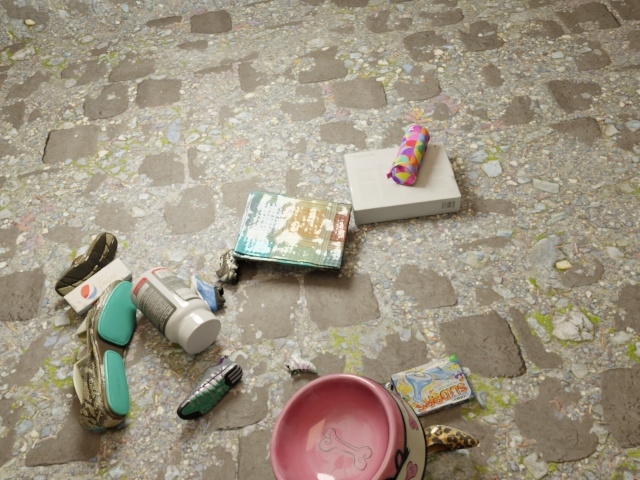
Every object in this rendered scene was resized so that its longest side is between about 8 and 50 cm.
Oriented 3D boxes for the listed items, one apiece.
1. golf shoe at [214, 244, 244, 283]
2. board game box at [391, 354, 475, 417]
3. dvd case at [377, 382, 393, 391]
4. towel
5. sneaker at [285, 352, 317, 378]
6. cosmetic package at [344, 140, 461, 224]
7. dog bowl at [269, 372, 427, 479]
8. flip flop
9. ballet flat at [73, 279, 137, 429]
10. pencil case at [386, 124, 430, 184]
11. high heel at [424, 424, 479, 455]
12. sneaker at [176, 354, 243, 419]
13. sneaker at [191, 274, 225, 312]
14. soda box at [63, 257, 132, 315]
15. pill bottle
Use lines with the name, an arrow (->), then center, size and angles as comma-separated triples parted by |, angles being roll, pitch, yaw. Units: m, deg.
golf shoe -> -0.304, 0.054, 1.948 | 0.094, 0.077, 0.198 | 10, 54, 14
board game box -> 0.321, 0.423, 1.625 | 0.201, 0.035, 0.136 | -17, 53, -6
dvd case -> 0.103, 0.509, 1.552 | 0.180, 0.029, 0.238 | -9, 50, 27
towel -> -0.093, -0.038, 1.919 | 0.371, 0.040, 0.271 | 7, 62, 8
sneaker -> -0.063, 0.389, 1.697 | 0.098, 0.038, 0.069 | 22, 60, 32
cosmetic package -> 0.291, -0.213, 2.065 | 0.378, 0.097, 0.284 | -7, 55, 1
dog bowl -> 0.052, 0.523, 1.437 | 0.408, 0.150, 0.407 | -16, 46, 17
flip flop -> -0.818, 0.085, 1.976 | 0.080, 0.112, 0.277 | 0, 51, 39
ballet flat -> -0.678, 0.345, 1.740 | 0.182, 0.164, 0.482 | -22, 53, 16
pencil case -> 0.317, -0.305, 2.015 | 0.105, 0.104, 0.236 | 15, 54, 17
high heel -> 0.277, 0.580, 1.473 | 0.262, 0.093, 0.186 | -3, 48, 22
sneaker -> -0.339, 0.436, 1.681 | 0.224, 0.083, 0.098 | -36, 37, -24
sneaker -> -0.368, 0.165, 1.881 | 0.085, 0.058, 0.152 | -28, 59, -7
soda box -> -0.748, 0.157, 1.912 | 0.216, 0.069, 0.074 | -40, 86, -21
pill bottle -> -0.456, 0.222, 1.787 | 0.283, 0.161, 0.161 | 36, 65, 28
